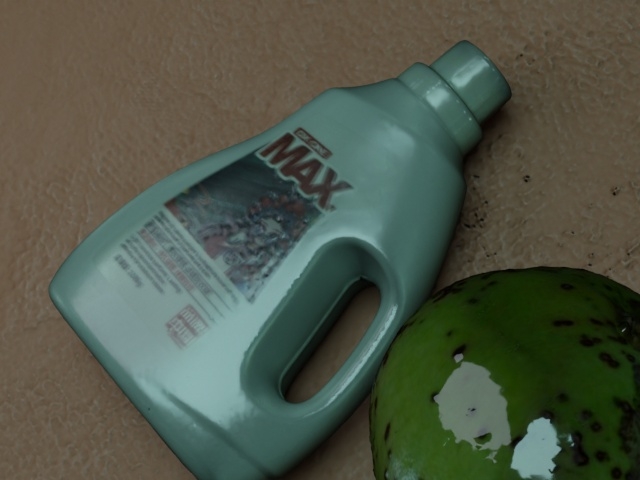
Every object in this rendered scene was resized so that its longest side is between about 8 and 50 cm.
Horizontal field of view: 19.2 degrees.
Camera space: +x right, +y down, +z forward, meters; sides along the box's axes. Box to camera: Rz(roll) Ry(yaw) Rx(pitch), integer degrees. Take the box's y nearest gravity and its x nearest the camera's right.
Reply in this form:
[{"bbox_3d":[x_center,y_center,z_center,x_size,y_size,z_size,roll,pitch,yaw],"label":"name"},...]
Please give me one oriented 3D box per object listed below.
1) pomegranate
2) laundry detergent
[{"bbox_3d":[0.147,0.194,1.376,0.285,0.285,0.341,39,114,25],"label":"pomegranate"},{"bbox_3d":[0.000,0.000,1.543,0.398,0.125,0.264,-40,64,-4],"label":"laundry detergent"}]
